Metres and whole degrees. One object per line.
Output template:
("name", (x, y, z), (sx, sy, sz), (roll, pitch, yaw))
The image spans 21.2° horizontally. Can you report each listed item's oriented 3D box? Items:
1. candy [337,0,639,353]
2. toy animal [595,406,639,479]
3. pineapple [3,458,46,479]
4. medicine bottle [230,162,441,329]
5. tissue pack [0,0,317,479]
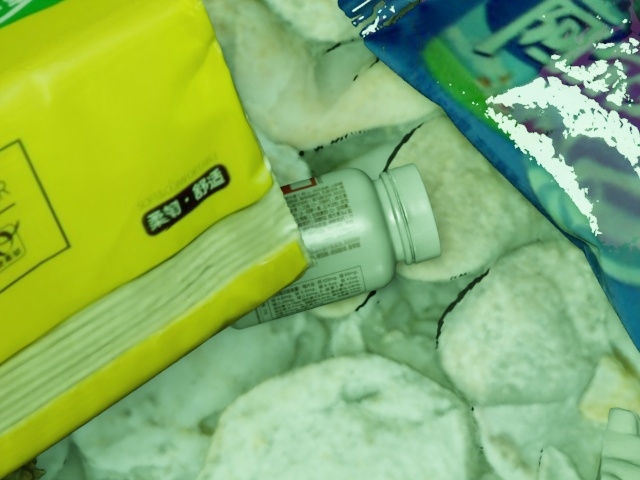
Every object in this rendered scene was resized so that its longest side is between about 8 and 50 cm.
("candy", (0.184, -0.082, 1.080), (0.187, 0.077, 0.331), (-39, 83, -4))
("toy animal", (0.256, 0.164, 1.034), (0.182, 0.131, 0.127), (10, 115, 11))
("pineapple", (-0.186, 0.197, 1.003), (0.125, 0.125, 0.251), (-29, 71, -4))
("medicine bottle", (0.000, 0.000, 1.064), (0.140, 0.079, 0.079), (-16, 79, -2))
("tissue pack", (-0.247, -0.001, 0.907), (0.382, 0.293, 0.228), (-33, 123, -20))
